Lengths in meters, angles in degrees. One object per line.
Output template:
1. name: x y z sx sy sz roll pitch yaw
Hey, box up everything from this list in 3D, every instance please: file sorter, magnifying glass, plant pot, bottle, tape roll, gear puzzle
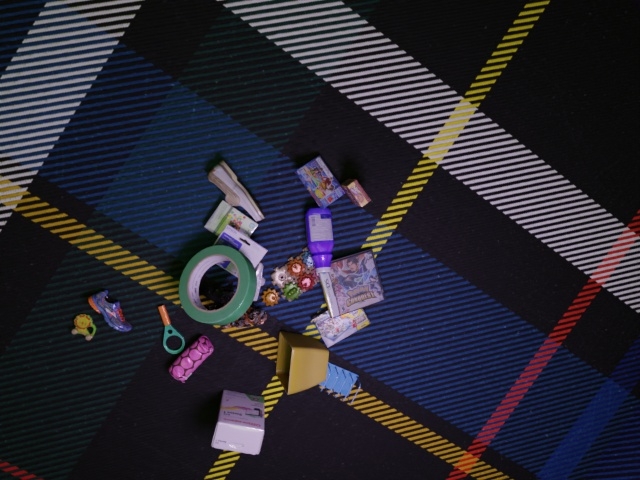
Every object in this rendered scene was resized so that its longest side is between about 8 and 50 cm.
1. file sorter: 0.087 0.670 2.022 0.170 0.104 0.118 26 95 -11
2. magnifying glass: -0.673 0.397 1.927 0.092 0.026 0.231 -16 99 -4
3. plant pot: -0.077 0.541 1.941 0.187 0.212 0.212 4 98 -20
4. bottle: 0.000 0.000 1.880 0.118 0.092 0.283 -4 81 -12
5. tape roll: -0.419 0.180 1.758 0.321 0.077 0.321 -5 71 16
6. gear puzzle: -0.128 0.179 1.952 0.339 0.044 0.175 -34 101 -1

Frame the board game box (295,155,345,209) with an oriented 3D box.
1. board game box: 0.001 -0.251 1.868 0.136 0.035 0.201 -37 94 -29

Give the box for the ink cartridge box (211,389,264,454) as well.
1. ink cartridge box: -0.353 0.789 1.896 0.201 0.278 0.117 14 97 -9

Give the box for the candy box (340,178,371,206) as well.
1. candy box: 0.147 -0.207 1.856 0.053 0.187 0.109 -37 101 -1

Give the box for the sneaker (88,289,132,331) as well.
1. sneaker: -0.892 0.305 1.860 0.087 0.083 0.221 -41 105 -8

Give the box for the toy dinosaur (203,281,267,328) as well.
1. toy dinosaur: -0.406 0.324 1.884 0.322 0.164 0.218 -17 135 -9

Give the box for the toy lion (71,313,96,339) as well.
1. toy lion: -1.023 0.371 1.878 0.100 0.034 0.096 28 86 -10

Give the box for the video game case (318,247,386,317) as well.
1. video game case: 0.139 0.191 1.954 0.275 0.035 0.248 -16 92 -15

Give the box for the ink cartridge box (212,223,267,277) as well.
1. ink cartridge box: -0.358 0.050 1.867 0.206 0.045 0.208 35 118 -10

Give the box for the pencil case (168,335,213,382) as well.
1. pencil case: -0.570 0.528 1.927 0.209 0.095 0.098 -47 66 3

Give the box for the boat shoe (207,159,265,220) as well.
1. boat shoe: -0.357 -0.194 1.841 0.103 0.113 0.302 -38 90 1

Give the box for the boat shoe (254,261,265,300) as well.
1. boat shoe: -0.281 0.186 1.927 0.063 0.066 0.184 16 94 -23

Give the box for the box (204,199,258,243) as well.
1. box: -0.388 -0.066 1.887 0.186 0.038 0.145 36 94 -12

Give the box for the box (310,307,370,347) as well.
1. box: 0.094 0.370 2.008 0.233 0.044 0.159 -29 100 -2
